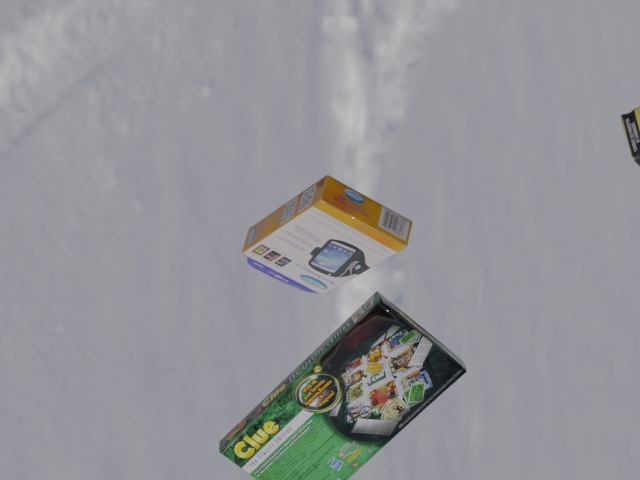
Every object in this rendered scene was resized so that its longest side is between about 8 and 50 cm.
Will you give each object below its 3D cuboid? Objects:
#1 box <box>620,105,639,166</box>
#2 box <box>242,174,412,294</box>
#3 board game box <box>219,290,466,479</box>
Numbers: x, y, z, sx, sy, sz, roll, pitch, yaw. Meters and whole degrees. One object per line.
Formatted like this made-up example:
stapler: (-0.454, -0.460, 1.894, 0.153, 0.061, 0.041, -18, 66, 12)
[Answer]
box: (0.368, -0.115, 1.486, 0.087, 0.232, 0.058, 40, 32, -41)
box: (0.000, 0.000, 1.414, 0.081, 0.136, 0.028, 28, 59, -22)
board game box: (0.023, 0.184, 2.017, 0.136, 0.259, 0.030, 39, 19, -21)
